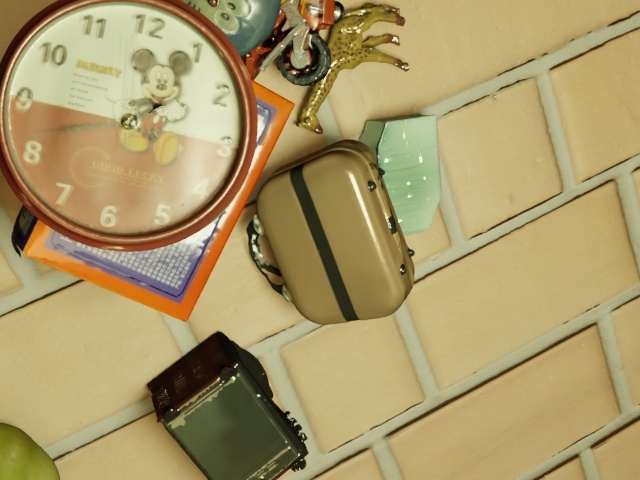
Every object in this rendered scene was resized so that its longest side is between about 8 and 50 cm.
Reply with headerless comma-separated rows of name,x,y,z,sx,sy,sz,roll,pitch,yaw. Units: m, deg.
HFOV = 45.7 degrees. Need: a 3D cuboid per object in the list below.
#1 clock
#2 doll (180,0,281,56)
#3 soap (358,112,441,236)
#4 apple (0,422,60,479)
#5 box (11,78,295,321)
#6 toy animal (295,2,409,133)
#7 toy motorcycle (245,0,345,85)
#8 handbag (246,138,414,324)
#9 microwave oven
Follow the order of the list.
clock,-0.233,-0.143,0.923,0.318,0.080,0.319,-1,97,-12
doll,-0.178,-0.384,1.145,0.228,0.258,0.154,-52,152,16
soap,0.145,-0.110,1.400,0.145,0.091,0.231,-11,104,-16
apple,-0.543,0.418,1.196,0.279,0.279,0.279,-4,103,-19
box,-0.259,-0.115,1.131,0.256,0.318,0.349,26,93,-23
toy animal,0.047,-0.312,1.339,0.275,0.054,0.149,-39,115,-11
toy motorcycle,-0.049,-0.404,1.242,0.171,0.089,0.298,8,104,14
handbag,0.000,0.000,1.318,0.283,0.149,0.302,-14,108,23
microwave oven,-0.158,0.312,1.341,0.188,0.178,0.247,-35,111,-7
